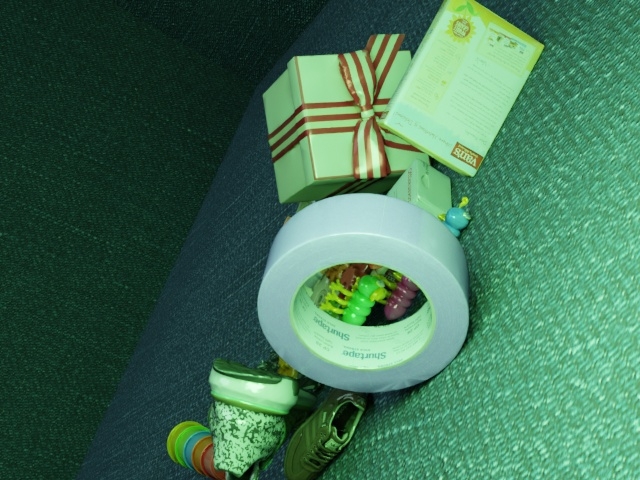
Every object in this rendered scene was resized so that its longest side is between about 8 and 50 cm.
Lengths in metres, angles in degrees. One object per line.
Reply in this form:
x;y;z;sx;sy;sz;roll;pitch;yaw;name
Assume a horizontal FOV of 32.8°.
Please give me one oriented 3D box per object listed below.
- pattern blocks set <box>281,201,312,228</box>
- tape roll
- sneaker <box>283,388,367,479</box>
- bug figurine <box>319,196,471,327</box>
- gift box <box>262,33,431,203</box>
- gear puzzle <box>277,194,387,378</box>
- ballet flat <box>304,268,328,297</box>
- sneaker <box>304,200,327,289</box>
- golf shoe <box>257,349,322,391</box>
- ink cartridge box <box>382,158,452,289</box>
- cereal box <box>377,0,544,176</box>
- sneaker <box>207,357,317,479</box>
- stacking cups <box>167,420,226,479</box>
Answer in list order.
-0.019;-0.064;2.282;0.285;0.026;0.324;-52;-14;-45;pattern blocks set
0.059;0.074;1.436;0.275;0.275;0.090;-51;16;35;tape roll
0.005;0.294;1.622;0.188;0.066;0.071;-59;15;9;sneaker
0.117;0.032;1.566;0.279;0.072;0.216;-7;-48;-58;bug figurine
0.062;-0.216;1.969;0.258;0.276;0.255;153;104;-70;gift box
0.014;0.082;1.744;0.339;0.044;0.175;-57;25;16;gear puzzle
-0.014;0.113;1.942;0.348;0.123;0.123;-50;18;38;ballet flat
0.000;0.000;2.162;0.121;0.099;0.262;-54;14;42;sneaker
-0.010;0.200;1.852;0.198;0.094;0.077;-33;33;5;golf shoe
0.136;-0.026;1.771;0.175;0.072;0.127;-52;17;31;ink cartridge box
0.219;-0.243;1.702;0.240;0.173;0.047;-60;14;-1;cereal box
-0.111;0.293;1.674;0.410;0.158;0.182;62;-136;-75;sneaker
-0.219;0.413;2.140;0.096;0.096;0.316;-65;18;-14;stacking cups
